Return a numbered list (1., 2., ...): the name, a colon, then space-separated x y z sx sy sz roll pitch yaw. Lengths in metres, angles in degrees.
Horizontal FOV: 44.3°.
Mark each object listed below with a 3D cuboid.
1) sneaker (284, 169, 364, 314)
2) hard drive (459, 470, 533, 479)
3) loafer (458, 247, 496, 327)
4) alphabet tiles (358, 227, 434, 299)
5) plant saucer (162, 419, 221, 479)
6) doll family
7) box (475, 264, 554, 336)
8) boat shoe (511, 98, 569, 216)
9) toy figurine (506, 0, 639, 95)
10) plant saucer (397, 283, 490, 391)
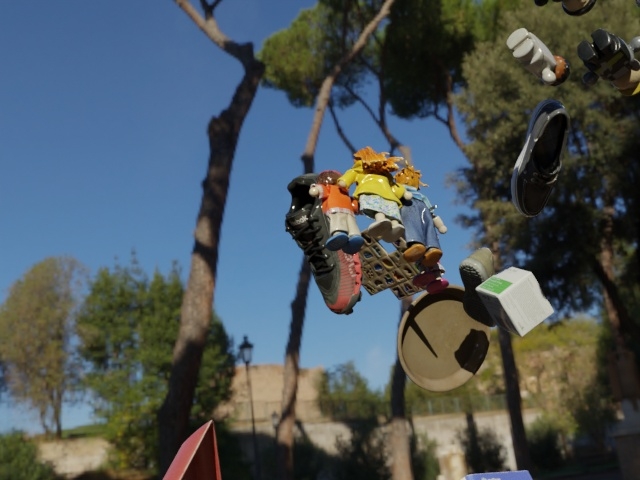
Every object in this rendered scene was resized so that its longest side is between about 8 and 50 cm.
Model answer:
1. sneaker: 0.000 0.000 1.417 0.097 0.276 0.135 -21 -19 40
2. hard drive: 0.433 0.639 1.641 0.210 0.319 0.040 10 -46 -37
3. loafer: 0.391 0.112 1.853 0.094 0.087 0.251 26 -29 32
4. alphabet tiles: 0.152 0.059 1.886 0.009 0.198 0.237 -45 8 -35
5. plant saucer: -0.204 0.446 1.174 0.047 0.259 0.258 0 21 10
6. doll family: 0.110 -0.047 1.108 0.262 0.163 0.118 25 -53 -33
7. box: 0.381 0.118 1.546 0.087 0.102 0.101 -34 14 -9
8. boat shoe: 0.413 -0.142 1.448 0.080 0.229 0.076 7 24 -8
9. toy figurine: 0.414 -0.334 1.208 0.148 0.210 0.213 18 -4 -43
10. plant saucer: 0.311 0.248 2.009 0.277 0.278 0.041 2 4 -23
